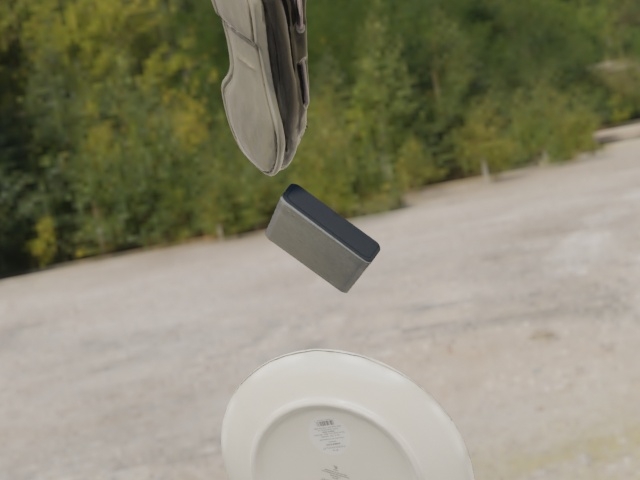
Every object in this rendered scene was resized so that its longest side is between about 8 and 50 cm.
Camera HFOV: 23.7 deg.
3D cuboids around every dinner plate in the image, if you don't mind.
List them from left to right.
[{"bbox_3d":[0.011,0.122,0.795,0.141,0.141,0.017,-9,19,24],"label":"dinner plate"}]

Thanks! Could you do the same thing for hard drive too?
[{"bbox_3d":[0.000,0.000,1.337,0.022,0.094,0.135,-54,-1,-15],"label":"hard drive"}]

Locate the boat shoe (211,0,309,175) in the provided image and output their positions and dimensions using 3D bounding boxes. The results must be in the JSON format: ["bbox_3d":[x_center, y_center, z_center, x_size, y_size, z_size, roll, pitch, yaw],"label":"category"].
[{"bbox_3d":[-0.047,-0.196,1.633,0.095,0.112,0.335,-36,-30,-20],"label":"boat shoe"}]
